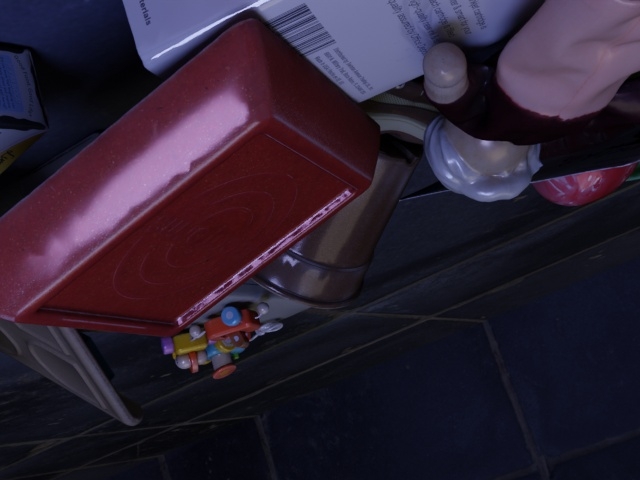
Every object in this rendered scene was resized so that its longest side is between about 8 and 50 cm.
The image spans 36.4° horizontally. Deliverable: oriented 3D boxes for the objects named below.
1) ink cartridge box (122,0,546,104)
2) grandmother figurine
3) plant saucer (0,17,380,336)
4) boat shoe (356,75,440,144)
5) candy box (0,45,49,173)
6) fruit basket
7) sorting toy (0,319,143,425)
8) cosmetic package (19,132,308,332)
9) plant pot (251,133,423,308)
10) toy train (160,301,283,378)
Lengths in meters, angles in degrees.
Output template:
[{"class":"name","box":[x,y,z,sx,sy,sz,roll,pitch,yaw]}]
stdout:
[{"class":"ink cartridge box","box":[0.031,-0.185,0.629,0.272,0.115,0.198,-23,165,13]},{"class":"grandmother figurine","box":[0.161,-0.113,0.652,0.207,0.104,0.342,11,162,-13]},{"class":"plant saucer","box":[-0.085,-0.013,0.665,0.259,0.048,0.258,-36,162,12]},{"class":"boat shoe","box":[0.085,-0.145,0.878,0.257,0.095,0.095,-11,142,-51]},{"class":"candy box","box":[-0.330,-0.077,0.661,0.159,0.071,0.233,-31,161,38]},{"class":"fruit basket","box":[0.280,-0.123,0.900,0.353,0.166,0.327,-19,-174,-26]},{"class":"sorting toy","box":[-0.300,0.042,0.849,0.041,0.307,0.229,-54,149,-23]},{"class":"cosmetic package","box":[-0.140,0.005,0.995,0.113,0.160,0.309,-25,162,26]},{"class":"plant pot","box":[0.006,-0.051,0.931,0.167,0.167,0.165,-1,131,-46]},{"class":"toy train","box":[-0.095,0.110,1.023,0.125,0.046,0.166,-18,165,8]}]
